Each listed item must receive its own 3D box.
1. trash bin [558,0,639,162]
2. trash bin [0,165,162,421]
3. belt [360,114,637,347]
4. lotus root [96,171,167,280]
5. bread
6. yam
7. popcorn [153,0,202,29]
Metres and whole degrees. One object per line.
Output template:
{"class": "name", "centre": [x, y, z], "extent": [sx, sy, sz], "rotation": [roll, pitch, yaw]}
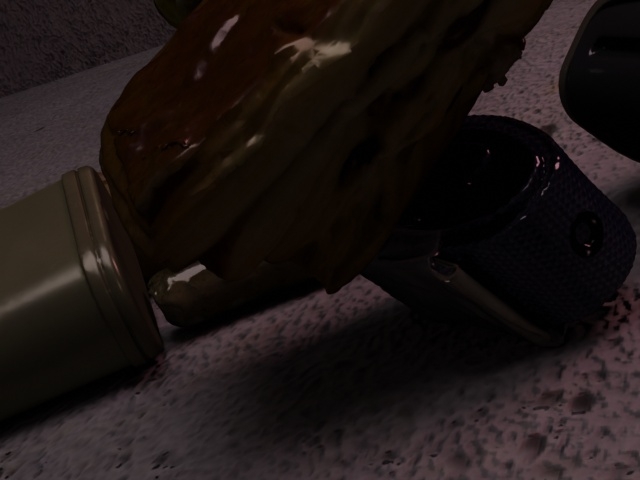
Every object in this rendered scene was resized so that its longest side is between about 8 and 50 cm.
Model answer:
{"class": "trash bin", "centre": [0.352, -0.149, 0.926], "extent": [0.290, 0.182, 0.209], "rotation": [-20, 16, -15]}
{"class": "trash bin", "centre": [-0.282, 0.064, 1.059], "extent": [0.247, 0.121, 0.243], "rotation": [-26, 34, -4]}
{"class": "belt", "centre": [0.114, -0.002, 0.847], "extent": [0.230, 0.126, 0.140], "rotation": [8, 61, 58]}
{"class": "lotus root", "centre": [-0.095, -0.071, 1.331], "extent": [0.375, 0.111, 0.390], "rotation": [-9, 17, 29]}
{"class": "bread", "centre": [0.007, -0.109, 0.824], "extent": [0.324, 0.167, 0.277], "rotation": [-45, 27, 5]}
{"class": "yam", "centre": [0.000, 0.000, 1.062], "extent": [0.317, 0.071, 0.067], "rotation": [-22, 54, -4]}
{"class": "popcorn", "centre": [-0.049, -0.332, 1.417], "extent": [0.312, 0.312, 0.312], "rotation": [-19, 17, 6]}
